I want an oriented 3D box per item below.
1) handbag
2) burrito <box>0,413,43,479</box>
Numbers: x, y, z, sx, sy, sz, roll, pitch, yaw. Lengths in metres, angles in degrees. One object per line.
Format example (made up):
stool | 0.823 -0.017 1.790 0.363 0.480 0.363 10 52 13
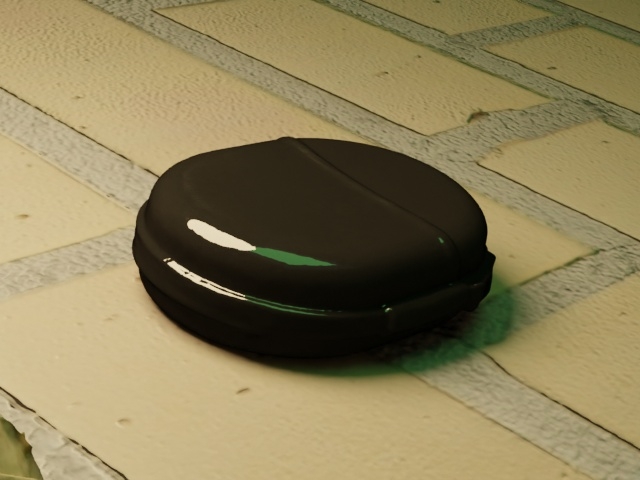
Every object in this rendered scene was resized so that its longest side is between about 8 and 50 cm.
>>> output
handbag | 0.000 -0.001 1.177 0.308 0.093 0.254 -15 34 -42
burrito | -0.242 0.171 0.681 0.105 0.143 0.299 -14 9 27
